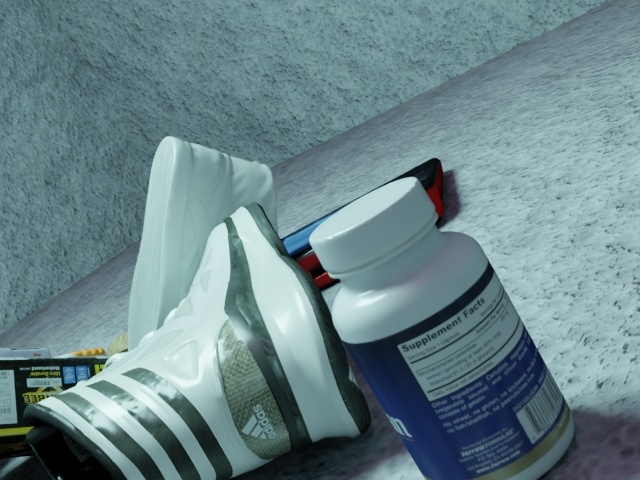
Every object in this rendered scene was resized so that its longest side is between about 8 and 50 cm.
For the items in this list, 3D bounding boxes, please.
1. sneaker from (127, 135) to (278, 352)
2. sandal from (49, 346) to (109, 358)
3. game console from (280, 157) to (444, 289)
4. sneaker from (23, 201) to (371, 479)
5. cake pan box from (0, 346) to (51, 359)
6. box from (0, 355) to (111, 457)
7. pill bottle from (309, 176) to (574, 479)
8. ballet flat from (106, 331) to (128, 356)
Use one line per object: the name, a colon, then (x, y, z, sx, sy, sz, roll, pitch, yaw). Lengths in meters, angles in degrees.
sneaker: (-0.131, 0.035, 1.033, 0.169, 0.292, 0.108, 10, 0, -33)
sandal: (-0.330, 0.196, 1.203, 0.102, 0.076, 0.265, -20, -7, 22)
game console: (0.000, 0.000, 1.225, 0.387, 0.060, 0.342, -27, 11, 14)
sneaker: (-0.135, 0.096, 0.769, 0.258, 0.169, 0.447, -23, 12, -7)
cake pan box: (-0.536, 0.212, 1.163, 0.246, 0.070, 0.267, -22, -11, 11)
box: (-0.352, 0.190, 0.917, 0.322, 0.079, 0.257, -21, -18, 40)
pill bottle: (0.065, 0.054, 0.483, 0.094, 0.169, 0.094, -29, 10, 6)
ballet flat: (-0.224, 0.151, 1.115, 0.206, 0.073, 0.067, -27, 25, 38)
